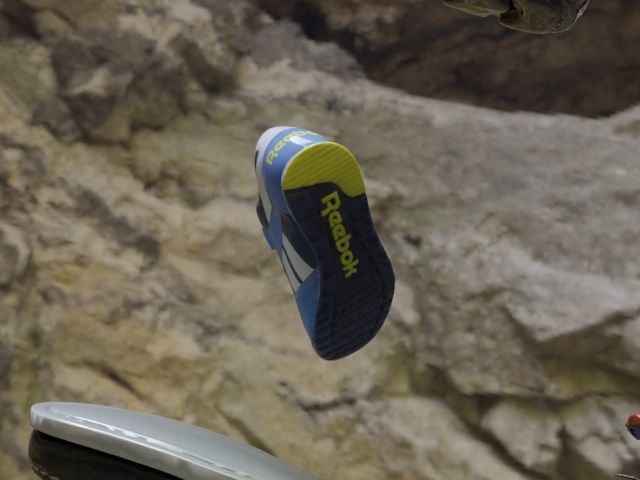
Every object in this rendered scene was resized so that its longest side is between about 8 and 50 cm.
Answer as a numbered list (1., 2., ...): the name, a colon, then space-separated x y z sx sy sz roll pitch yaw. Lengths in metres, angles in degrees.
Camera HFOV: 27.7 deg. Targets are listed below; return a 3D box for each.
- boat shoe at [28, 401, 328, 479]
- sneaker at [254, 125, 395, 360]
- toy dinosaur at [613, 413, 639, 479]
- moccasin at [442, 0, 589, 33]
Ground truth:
1. boat shoe: -0.017 0.164 0.678 0.114 0.302 0.091 -79 7 -88
2. sneaker: 0.000 0.000 0.688 0.053 0.059 0.144 -27 -52 -21
3. toy dinosaur: 0.218 0.135 0.767 0.047 0.090 0.082 18 -130 -76
4. moccasin: 0.002 -0.251 0.802 0.139 0.380 0.147 46 -118 -75
